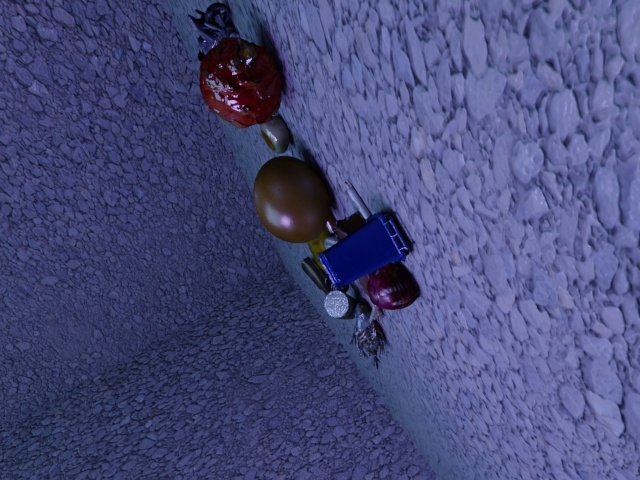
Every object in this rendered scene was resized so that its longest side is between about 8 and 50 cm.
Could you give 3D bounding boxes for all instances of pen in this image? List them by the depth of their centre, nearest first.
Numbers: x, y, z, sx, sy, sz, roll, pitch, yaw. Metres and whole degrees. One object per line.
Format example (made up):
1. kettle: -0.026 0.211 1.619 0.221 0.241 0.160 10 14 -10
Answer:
1. pen: 0.137 -0.100 1.587 0.218 0.026 0.026 58 169 10

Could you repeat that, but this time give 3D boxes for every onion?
1. onion: 0.210 0.134 1.584 0.198 0.135 0.173 63 166 -8

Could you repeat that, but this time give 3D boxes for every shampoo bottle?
1. shampoo bottle: -0.003 0.227 2.927 0.350 0.084 0.125 46 160 49

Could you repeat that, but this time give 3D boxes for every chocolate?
1. chocolate: 0.159 0.062 1.686 0.112 0.112 0.321 40 158 60

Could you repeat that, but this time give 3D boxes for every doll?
1. doll: 0.065 0.026 2.064 0.104 0.071 0.214 13 169 9

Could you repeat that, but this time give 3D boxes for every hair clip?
1. hair clip: 0.238 0.290 2.103 0.213 0.056 0.062 85 170 -48

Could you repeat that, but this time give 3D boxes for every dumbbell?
1. dumbbell: 0.082 0.209 2.448 0.208 0.099 0.099 38 156 61

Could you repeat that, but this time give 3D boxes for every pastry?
1. pastry: -0.179 -0.426 1.988 0.156 0.092 0.156 58 172 13

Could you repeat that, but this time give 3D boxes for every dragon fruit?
1. dragon fruit: -0.261 -0.524 1.647 0.277 0.278 0.342 57 165 17

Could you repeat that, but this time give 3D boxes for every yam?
1. yam: 0.116 0.323 2.394 0.133 0.133 0.330 56 -173 21

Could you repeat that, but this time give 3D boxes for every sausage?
1. sausage: 0.000 0.000 2.206 0.123 0.123 0.347 40 157 61

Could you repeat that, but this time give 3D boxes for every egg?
1. egg: -0.112 -0.157 1.886 0.282 0.283 0.351 110 140 -76

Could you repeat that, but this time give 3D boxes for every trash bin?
1. trash bin: 0.124 0.032 1.432 0.162 0.235 0.184 61 170 0

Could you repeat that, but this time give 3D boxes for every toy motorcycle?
1. toy motorcycle: -0.406 -0.769 1.896 0.108 0.173 0.307 57 170 21

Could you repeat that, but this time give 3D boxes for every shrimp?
1. shrimp: 0.211 0.465 2.331 0.137 0.172 0.371 -145 41 -78

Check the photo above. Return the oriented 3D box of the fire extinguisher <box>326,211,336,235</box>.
1. fire extinguisher: 0.020 -0.104 2.022 0.177 0.062 0.050 62 -162 -10
